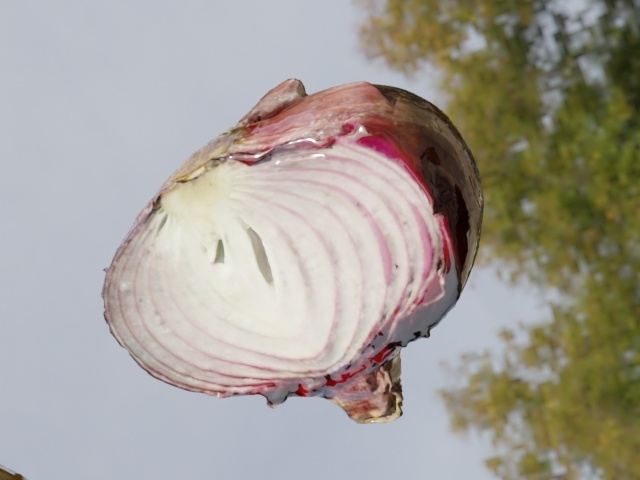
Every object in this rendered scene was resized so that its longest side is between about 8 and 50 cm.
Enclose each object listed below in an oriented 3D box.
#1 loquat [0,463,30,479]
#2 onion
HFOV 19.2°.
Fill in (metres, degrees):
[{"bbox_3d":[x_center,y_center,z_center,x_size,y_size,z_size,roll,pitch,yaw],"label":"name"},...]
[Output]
[{"bbox_3d":[-0.134,0.183,0.465,0.275,0.274,0.275,39,-138,-46],"label":"loquat"},{"bbox_3d":[0.000,0.000,0.842,0.151,0.206,0.098,51,-139,-21],"label":"onion"}]
